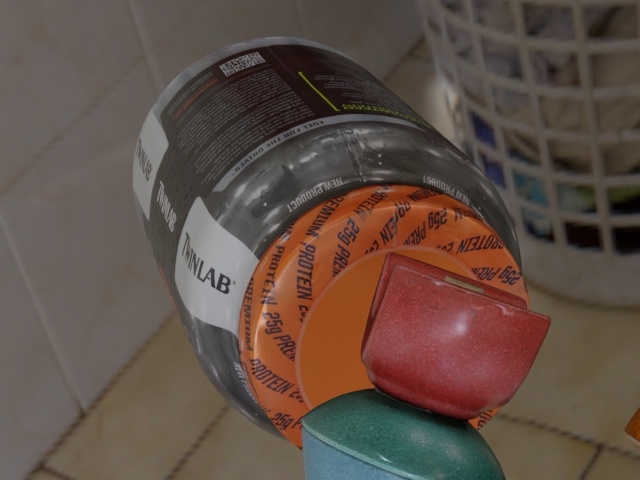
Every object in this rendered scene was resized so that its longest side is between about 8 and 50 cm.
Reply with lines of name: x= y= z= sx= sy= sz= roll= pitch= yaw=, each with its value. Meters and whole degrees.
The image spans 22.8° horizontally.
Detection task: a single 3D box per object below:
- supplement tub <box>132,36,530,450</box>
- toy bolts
supplement tub: x=0.000 y=0.000 z=1.022 sx=0.207 sy=0.207 sz=0.338 roll=-20 pitch=23 yaw=-7
toy bolts: x=0.096 y=0.115 z=0.610 sx=0.228 sy=0.158 sz=0.218 roll=20 pitch=3 yaw=5
